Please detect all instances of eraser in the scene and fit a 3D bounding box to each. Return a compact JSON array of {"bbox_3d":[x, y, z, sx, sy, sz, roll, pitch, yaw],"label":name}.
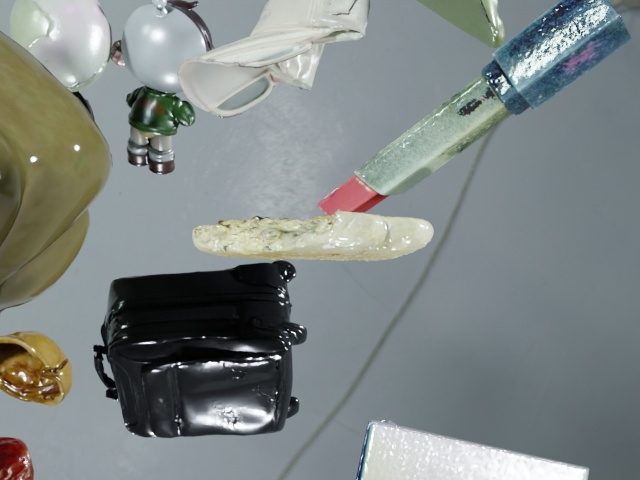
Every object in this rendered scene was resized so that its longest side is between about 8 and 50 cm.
[{"bbox_3d":[0.095,0.184,0.577,0.150,0.023,0.104,8,80,21],"label":"eraser"}]

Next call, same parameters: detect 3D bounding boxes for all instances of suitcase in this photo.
[{"bbox_3d":[-0.202,0.195,1.464,0.339,0.345,0.188,-2,54,-7],"label":"suitcase"}]

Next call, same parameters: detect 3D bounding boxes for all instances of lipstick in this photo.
[{"bbox_3d":[0.129,-0.108,0.787,0.312,0.051,0.051,-37,63,19],"label":"lipstick"}]

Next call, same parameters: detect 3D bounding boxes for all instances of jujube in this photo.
[{"bbox_3d":[-0.682,0.474,1.666,0.255,0.190,0.190,-19,97,-30],"label":"jujube"}]

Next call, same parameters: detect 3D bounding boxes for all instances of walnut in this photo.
[{"bbox_3d":[-0.555,0.232,1.681,0.087,0.211,0.167,-52,132,-46],"label":"walnut"}]

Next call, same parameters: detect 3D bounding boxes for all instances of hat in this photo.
[{"bbox_3d":[-0.064,-0.250,1.051,0.226,0.219,0.164,-2,81,-21],"label":"hat"}]

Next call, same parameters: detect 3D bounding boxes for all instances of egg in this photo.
[{"bbox_3d":[-0.476,-0.374,1.616,0.183,0.183,0.217,-27,71,-10],"label":"egg"}]

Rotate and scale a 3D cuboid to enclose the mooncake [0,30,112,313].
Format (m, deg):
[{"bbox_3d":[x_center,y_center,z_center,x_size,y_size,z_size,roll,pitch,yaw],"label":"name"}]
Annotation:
[{"bbox_3d":[-0.430,0.000,0.851,0.262,0.467,0.467,41,83,4],"label":"mooncake"}]

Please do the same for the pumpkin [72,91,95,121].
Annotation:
[{"bbox_3d":[-0.625,-0.217,1.760,0.295,0.296,0.296,-1,93,-13],"label":"pumpkin"}]

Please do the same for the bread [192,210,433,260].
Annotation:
[{"bbox_3d":[0.000,0.000,0.866,0.182,0.251,0.039,7,83,-46],"label":"bread"}]

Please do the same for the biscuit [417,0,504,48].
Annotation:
[{"bbox_3d":[0.146,-0.344,1.141,0.038,0.322,0.099,-34,130,-3],"label":"biscuit"}]

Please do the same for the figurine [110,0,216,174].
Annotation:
[{"bbox_3d":[-0.320,-0.318,1.751,0.281,0.167,0.370,22,118,15],"label":"figurine"}]
